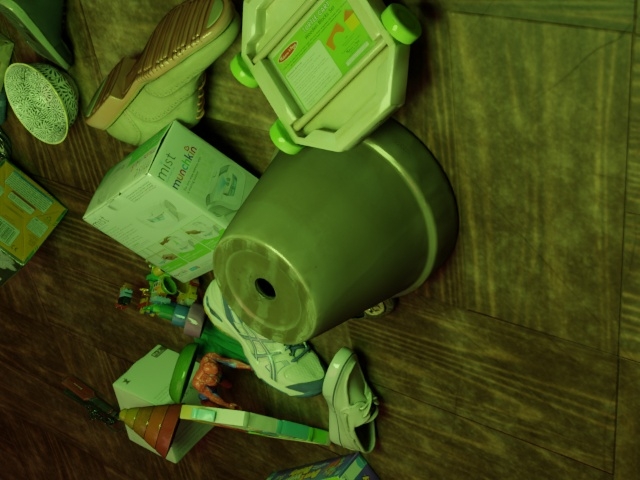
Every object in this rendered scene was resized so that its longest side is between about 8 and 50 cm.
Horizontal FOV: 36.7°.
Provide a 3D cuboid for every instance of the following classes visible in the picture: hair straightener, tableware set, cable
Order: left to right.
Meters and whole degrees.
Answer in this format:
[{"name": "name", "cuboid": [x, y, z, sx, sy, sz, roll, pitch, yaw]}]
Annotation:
[{"name": "cable", "cuboid": [-0.762, -0.219, 2.153, 0.184, 0.047, 0.150, 19, 133, 32]}, {"name": "hair straightener", "cuboid": [-0.587, 0.440, 2.547, 0.230, 0.047, 0.089, 25, 136, 21]}, {"name": "tableware set", "cuboid": [-0.270, 0.051, 1.844, 0.024, 0.154, 0.104, -31, 84, 25]}]

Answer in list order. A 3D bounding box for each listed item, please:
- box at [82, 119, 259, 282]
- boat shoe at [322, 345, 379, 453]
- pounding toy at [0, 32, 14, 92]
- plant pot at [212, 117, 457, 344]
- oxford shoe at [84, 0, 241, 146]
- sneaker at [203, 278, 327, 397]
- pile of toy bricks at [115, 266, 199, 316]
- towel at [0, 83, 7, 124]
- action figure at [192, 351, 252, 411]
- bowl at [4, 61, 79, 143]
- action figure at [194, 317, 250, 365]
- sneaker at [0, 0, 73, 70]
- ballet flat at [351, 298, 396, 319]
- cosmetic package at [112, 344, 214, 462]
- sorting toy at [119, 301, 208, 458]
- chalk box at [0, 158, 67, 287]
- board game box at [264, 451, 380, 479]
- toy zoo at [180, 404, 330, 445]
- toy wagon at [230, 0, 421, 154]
[{"name": "box", "cuboid": [-0.248, -0.057, 1.681, 0.231, 0.126, 0.262, 35, 147, -22]}, {"name": "boat shoe", "cuboid": [0.064, 0.303, 1.780, 0.088, 0.096, 0.267, 21, 135, 24]}, {"name": "pounding toy", "cuboid": [-0.734, -0.371, 1.943, 0.206, 0.094, 0.181, 38, 124, 14]}, {"name": "plant pot", "cuboid": [0.000, 0.000, 1.441, 0.323, 0.280, 0.323, 23, 134, 26]}, {"name": "oxford shoe", "cuboid": [-0.232, -0.270, 1.585, 0.146, 0.140, 0.397, 33, 145, -27]}, {"name": "sneaker", "cuboid": [-0.092, 0.170, 1.802, 0.296, 0.112, 0.131, 42, 135, 3]}, {"name": "pile of toy bricks", "cuboid": [-0.336, 0.090, 1.979, 0.118, 0.105, 0.212, 19, 161, -31]}, {"name": "towel", "cuboid": [-0.685, -0.303, 2.025, 0.067, 0.029, 0.119, 38, 139, 14]}, {"name": "action figure", "cuboid": [-0.184, 0.298, 1.951, 0.139, 0.091, 0.280, 21, 161, 8]}, {"name": "bowl", "cuboid": [-0.518, -0.278, 1.850, 0.170, 0.080, 0.170, 25, 136, 27]}, {"name": "action figure", "cuboid": [-0.173, 0.203, 1.940, 0.232, 0.063, 0.137, 12, 127, 41]}, {"name": "sneaker", "cuboid": [-0.478, -0.400, 1.724, 0.083, 0.118, 0.222, 30, 167, 20]}, {"name": "ballet flat", "cuboid": [0.025, 0.110, 1.682, 0.250, 0.058, 0.084, -2, 121, 44]}, {"name": "cosmetic package", "cuboid": [-0.346, 0.366, 2.165, 0.151, 0.151, 0.183, 19, 134, 30]}, {"name": "sorting toy", "cuboid": [-0.324, 0.271, 1.942, 0.126, 0.127, 0.365, 17, 117, 0]}, {"name": "chalk box", "cuboid": [-0.729, -0.019, 2.159, 0.180, 0.179, 0.289, 41, 144, -17]}, {"name": "board game box", "cuboid": [0.030, 0.588, 2.058, 0.233, 0.078, 0.347, 53, 141, -6]}, {"name": "toy zoo", "cuboid": [-0.143, 0.365, 1.926, 0.192, 0.030, 0.293, -4, 160, 45]}, {"name": "toy wagon", "cuboid": [-0.017, -0.297, 1.331, 0.267, 0.068, 0.344, -40, 74, 36]}]
